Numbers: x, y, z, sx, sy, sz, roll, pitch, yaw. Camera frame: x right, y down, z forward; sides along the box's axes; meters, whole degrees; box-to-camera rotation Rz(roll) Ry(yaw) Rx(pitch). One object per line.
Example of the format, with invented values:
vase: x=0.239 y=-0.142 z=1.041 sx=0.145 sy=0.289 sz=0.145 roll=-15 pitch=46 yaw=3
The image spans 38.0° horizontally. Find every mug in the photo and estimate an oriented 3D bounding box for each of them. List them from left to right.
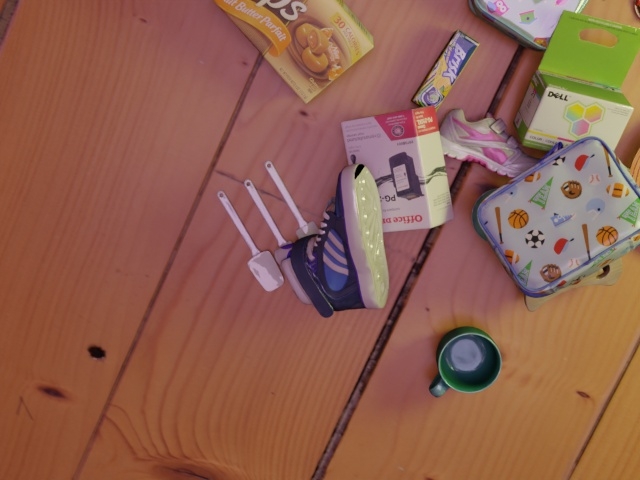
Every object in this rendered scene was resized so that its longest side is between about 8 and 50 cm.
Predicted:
mug: x=0.294 y=0.248 z=1.945 sx=0.158 sy=0.097 sz=0.129 roll=-12 pitch=97 yaw=4

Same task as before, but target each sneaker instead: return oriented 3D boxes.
sneaker: x=0.000 y=0.000 z=1.855 sx=0.236 sy=0.130 sz=0.322 roll=2 pitch=121 yaw=24
sneaker: x=0.352 y=-0.197 z=1.883 sx=0.252 sy=0.103 sz=0.111 roll=19 pitch=99 yaw=-1

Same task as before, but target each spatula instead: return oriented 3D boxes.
spatula: x=-0.106 y=-0.031 z=1.962 sx=0.168 sy=0.019 sz=0.242 roll=-30 pitch=96 yaw=6

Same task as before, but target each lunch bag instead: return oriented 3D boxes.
lunch bag: x=0.435 y=-0.535 z=1.834 sx=0.224 sy=0.108 sz=0.279 roll=31 pitch=97 yaw=0
lunch bag: x=0.467 y=-0.051 z=1.781 sx=0.303 sy=0.115 sz=0.243 roll=-32 pitch=70 yaw=9

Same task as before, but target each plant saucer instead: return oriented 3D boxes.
plant saucer: x=0.374 y=-0.051 z=1.942 sx=0.119 sy=0.021 sz=0.119 roll=0 pitch=97 yaw=2

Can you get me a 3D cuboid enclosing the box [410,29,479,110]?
box: x=0.252 y=-0.342 z=1.889 sx=0.054 sy=0.059 sz=0.169 roll=31 pitch=98 yaw=-5

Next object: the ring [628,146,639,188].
ring: x=0.791 y=-0.112 z=1.903 sx=0.337 sy=0.032 sz=0.336 roll=0 pitch=102 yaw=0

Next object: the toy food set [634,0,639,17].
toy food set: x=0.678 y=-0.478 z=1.877 sx=0.083 sy=0.020 sz=0.082 roll=-23 pitch=96 yaw=4

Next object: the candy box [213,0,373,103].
candy box: x=-0.063 y=-0.450 z=1.826 sx=0.183 sy=0.087 sz=0.316 roll=-38 pitch=107 yaw=17

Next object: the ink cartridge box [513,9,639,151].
ink cartridge box: x=0.514 y=-0.296 z=1.810 sx=0.189 sy=0.097 sz=0.255 roll=12 pitch=123 yaw=-9

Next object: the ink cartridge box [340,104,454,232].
ink cartridge box: x=0.155 y=-0.138 z=1.865 sx=0.172 sy=0.100 sz=0.237 roll=-5 pitch=99 yaw=36

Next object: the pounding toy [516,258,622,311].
pounding toy: x=0.517 y=0.021 z=1.924 sx=0.269 sy=0.155 sz=0.154 roll=-35 pitch=124 yaw=15
